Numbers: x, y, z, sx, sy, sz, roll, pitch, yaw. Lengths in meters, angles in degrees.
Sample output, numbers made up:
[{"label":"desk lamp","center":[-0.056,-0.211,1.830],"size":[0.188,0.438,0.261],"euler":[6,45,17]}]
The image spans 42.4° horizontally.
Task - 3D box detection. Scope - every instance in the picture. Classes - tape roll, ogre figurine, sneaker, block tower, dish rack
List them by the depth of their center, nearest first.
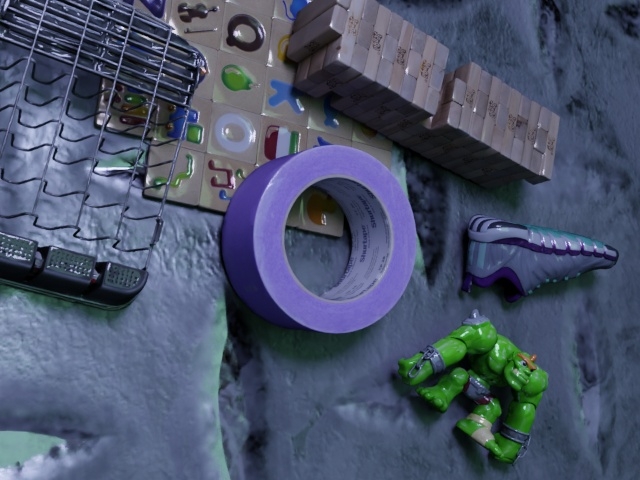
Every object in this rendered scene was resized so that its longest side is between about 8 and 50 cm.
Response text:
[{"label":"dish rack","center":[-0.223,-0.089,0.737],"size":[0.208,0.074,0.271],"euler":[19,76,-27]},{"label":"tape roll","center":[0.000,0.000,0.847],"size":[0.189,0.080,0.188],"euler":[2,86,-30]},{"label":"ogre figurine","center":[0.184,0.161,0.936],"size":[0.197,0.097,0.118],"euler":[38,82,-3]},{"label":"block tower","center":[0.123,-0.161,0.939],"size":[0.336,0.097,0.090],"euler":[23,70,-28]},{"label":"sneaker","center":[0.268,0.031,1.026],"size":[0.224,0.083,0.098],"euler":[10,98,-24]}]

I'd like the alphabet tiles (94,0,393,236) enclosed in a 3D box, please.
[{"label":"alphabet tiles","center":[-0.062,-0.161,0.889],"size":[0.343,0.011,0.285],"euler":[12,75,-28]}]
